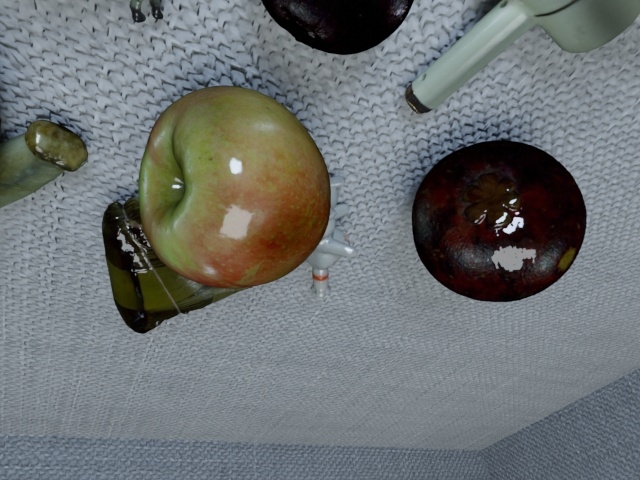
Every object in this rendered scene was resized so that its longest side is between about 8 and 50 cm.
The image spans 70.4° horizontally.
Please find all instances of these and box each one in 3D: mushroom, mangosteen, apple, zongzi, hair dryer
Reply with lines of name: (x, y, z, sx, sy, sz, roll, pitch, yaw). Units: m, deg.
mushroom: (-0.538, -0.116, 0.777, 0.312, 0.081, 0.100, -20, 135, 18)
mangosteen: (0.036, -0.355, 0.541, 0.211, 0.211, 0.250, 25, 97, -33)
apple: (-0.128, -0.075, 0.727, 0.277, 0.319, 0.319, 4, 141, -43)
zongzi: (-0.281, 0.032, 0.968, 0.317, 0.154, 0.289, -12, 139, -27)
mangosteen: (0.338, -0.027, 0.884, 0.306, 0.306, 0.359, -25, 157, 17)
hair dryer: (0.260, -0.308, 0.689, 0.203, 0.128, 0.362, 24, 137, -31)

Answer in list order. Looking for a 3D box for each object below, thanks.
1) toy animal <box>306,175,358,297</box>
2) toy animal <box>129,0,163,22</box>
toy animal: (0.012, -0.007, 0.958, 0.138, 0.140, 0.282, -10, 136, 14)
toy animal: (-0.232, -0.370, 0.552, 0.217, 0.073, 0.176, 16, 127, -19)
